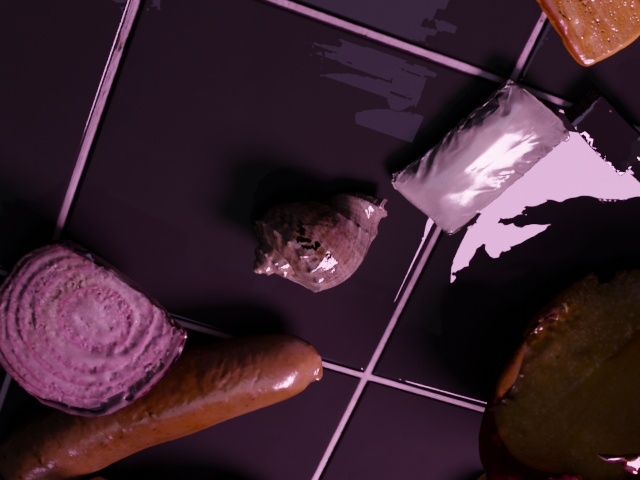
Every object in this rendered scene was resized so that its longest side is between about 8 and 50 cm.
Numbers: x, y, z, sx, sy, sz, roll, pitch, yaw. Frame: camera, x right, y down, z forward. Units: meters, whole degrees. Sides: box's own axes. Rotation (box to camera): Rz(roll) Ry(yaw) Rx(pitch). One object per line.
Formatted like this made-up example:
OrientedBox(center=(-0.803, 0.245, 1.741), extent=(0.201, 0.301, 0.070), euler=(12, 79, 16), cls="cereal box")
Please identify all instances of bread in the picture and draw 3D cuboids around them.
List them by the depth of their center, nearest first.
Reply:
OrientedBox(center=(0.326, -0.322, 1.587), extent=(0.116, 0.077, 0.200), euler=(-34, 115, 15), cls="bread")

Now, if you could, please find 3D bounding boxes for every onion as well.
OrientedBox(center=(-0.325, 0.114, 1.746), extent=(0.250, 0.111, 0.247), euler=(39, 117, -9), cls="onion")

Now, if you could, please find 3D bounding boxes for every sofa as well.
OrientedBox(center=(0.389, -0.147, 1.712), extent=(0.060, 0.039, 0.118), euler=(-42, 114, 16), cls="sofa")

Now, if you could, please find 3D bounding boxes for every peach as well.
OrientedBox(center=(0.428, 0.243, 1.776), extent=(0.353, 0.339, 0.417), euler=(10, 122, -48), cls="peach")

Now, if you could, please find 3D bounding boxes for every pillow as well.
OrientedBox(center=(0.215, -0.112, 1.709), extent=(0.229, 0.051, 0.128), euler=(-40, 113, 18), cls="pillow")

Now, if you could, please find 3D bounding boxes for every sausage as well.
OrientedBox(center=(-0.240, 0.239, 1.819), extent=(0.500, 0.123, 0.136), euler=(-22, 121, 6), cls="sausage")

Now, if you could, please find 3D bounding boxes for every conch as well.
OrientedBox(center=(0.000, 0.000, 1.740), extent=(0.207, 0.130, 0.155), euler=(-30, 155, -13), cls="conch")

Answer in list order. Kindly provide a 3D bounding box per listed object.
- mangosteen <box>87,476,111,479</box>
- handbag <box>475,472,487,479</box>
OrientedBox(center=(-0.297, 0.445, 1.843), extent=(0.215, 0.215, 0.258), euler=(-7, 135, -1), cls="mangosteen")
OrientedBox(center=(0.259, 0.409, 1.983), extent=(0.061, 0.083, 0.027), euler=(-41, 116, 13), cls="handbag")
